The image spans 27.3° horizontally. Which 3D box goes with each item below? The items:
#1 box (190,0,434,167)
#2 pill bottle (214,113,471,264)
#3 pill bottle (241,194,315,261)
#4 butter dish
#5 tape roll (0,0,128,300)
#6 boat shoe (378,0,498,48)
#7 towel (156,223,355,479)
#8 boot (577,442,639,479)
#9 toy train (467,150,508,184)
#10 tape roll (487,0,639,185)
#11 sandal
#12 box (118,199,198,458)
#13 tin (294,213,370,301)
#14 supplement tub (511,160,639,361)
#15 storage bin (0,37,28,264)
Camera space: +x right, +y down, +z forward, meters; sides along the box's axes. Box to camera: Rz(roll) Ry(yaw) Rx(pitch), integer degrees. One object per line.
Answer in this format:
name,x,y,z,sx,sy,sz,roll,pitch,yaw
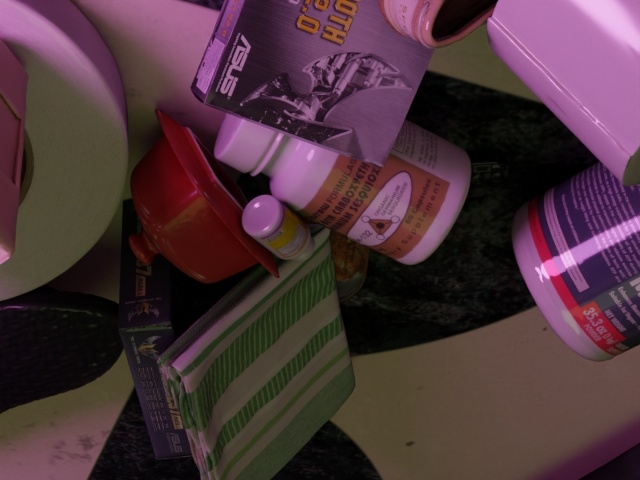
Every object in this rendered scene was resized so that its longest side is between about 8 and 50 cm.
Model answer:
box,0.014,-0.200,1.145,0.183,0.056,0.231,19,102,-23
pill bottle,0.020,-0.078,1.289,0.229,0.131,0.131,25,130,-16
pill bottle,-0.038,-0.009,1.267,0.043,0.043,0.083,-24,147,18
butter dish,-0.136,-0.021,1.304,0.118,0.160,0.160,-36,132,3
tape roll,-0.376,-0.097,1.247,0.392,0.072,0.392,-5,130,-6
boat shoe,0.179,-0.260,1.092,0.285,0.089,0.104,-43,122,3
towel,-0.054,0.149,1.439,0.248,0.038,0.325,-44,147,-25
boot,0.301,0.395,1.816,0.445,0.146,0.367,-30,140,28
toy train,0.119,-0.074,1.387,0.158,0.027,0.036,-5,133,-1
tape roll,0.283,-0.186,1.081,0.246,0.169,0.246,-37,163,-14
sandal,-0.385,0.122,1.502,0.167,0.107,0.445,30,140,-35
box,-0.169,0.097,1.425,0.059,0.183,0.233,-6,136,1
tin,0.000,0.000,1.447,0.106,0.040,0.190,-2,138,-10
supplement tub,0.354,-0.011,1.360,0.272,0.191,0.191,-31,132,25
storage bin,-0.379,-0.052,1.064,0.260,0.262,0.123,-22,131,10
